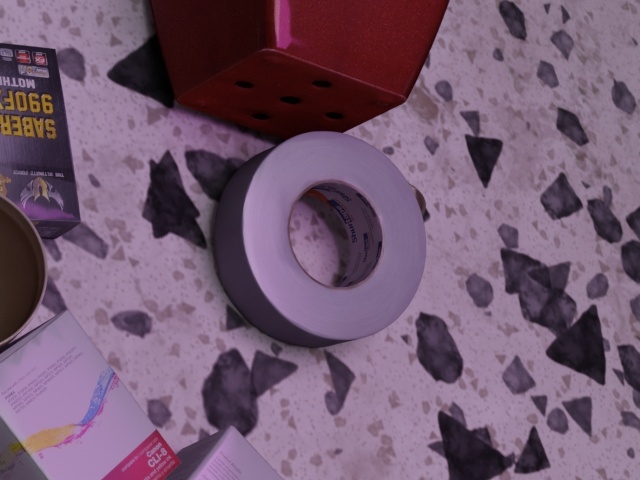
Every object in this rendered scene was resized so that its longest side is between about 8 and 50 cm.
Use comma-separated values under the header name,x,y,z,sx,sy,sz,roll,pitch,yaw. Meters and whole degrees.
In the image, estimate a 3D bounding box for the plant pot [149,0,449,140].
name,x,y,z,sx,sy,sz,roll,pitch,yaw
plant pot,-0.022,-0.249,1.846,0.267,0.267,0.235,17,66,-32

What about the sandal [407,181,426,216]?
name,x,y,z,sx,sy,sz,roll,pitch,yaw
sandal,0.047,-0.072,1.954,0.180,0.049,0.072,25,56,-20

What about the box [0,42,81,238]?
name,x,y,z,sx,sy,sz,roll,pitch,yaw
box,-0.346,-0.097,1.654,0.231,0.056,0.183,3,69,-37

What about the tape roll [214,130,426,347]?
name,x,y,z,sx,sy,sz,roll,pitch,yaw
tape roll,0.000,0.000,1.845,0.219,0.072,0.219,7,76,-28

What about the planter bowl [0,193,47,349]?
name,x,y,z,sx,sy,sz,roll,pitch,yaw
planter bowl,-0.329,0.042,1.558,0.162,0.109,0.162,8,65,-17

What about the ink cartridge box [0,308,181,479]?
name,x,y,z,sx,sy,sz,roll,pitch,yaw
ink cartridge box,-0.243,0.175,1.568,0.176,0.128,0.127,55,48,-6

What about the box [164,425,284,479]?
name,x,y,z,sx,sy,sz,roll,pitch,yaw
box,-0.097,0.246,1.670,0.101,0.102,0.087,48,51,-11
